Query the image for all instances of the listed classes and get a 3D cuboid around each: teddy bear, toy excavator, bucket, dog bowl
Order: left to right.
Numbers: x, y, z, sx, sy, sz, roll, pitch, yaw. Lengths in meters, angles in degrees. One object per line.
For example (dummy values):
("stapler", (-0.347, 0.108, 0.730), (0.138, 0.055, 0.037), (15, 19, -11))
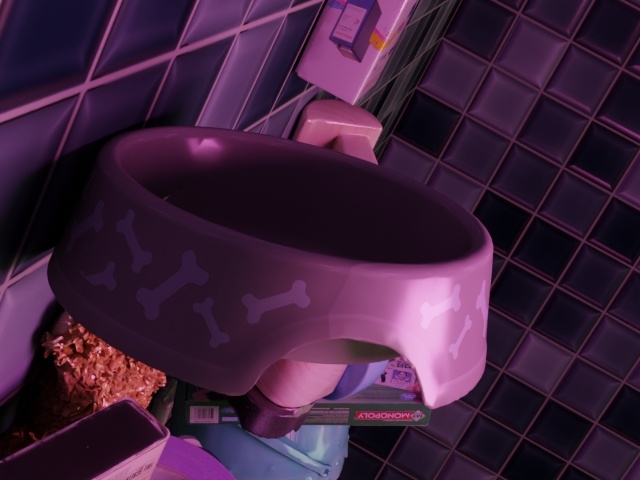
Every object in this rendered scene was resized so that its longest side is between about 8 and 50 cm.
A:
("teddy bear", (-0.214, 0.158, 1.094), (0.338, 0.113, 0.245), (-62, 173, 18))
("bucket", (-0.084, 0.223, 1.644), (0.281, 0.281, 0.183), (-55, 157, -52))
("dog bowl", (-0.027, 0.005, 0.879), (0.349, 0.349, 0.102), (-48, 155, -69))
("toy excavator", (0.000, 0.000, 1.526), (0.445, 0.433, 0.222), (-16, 143, -42))

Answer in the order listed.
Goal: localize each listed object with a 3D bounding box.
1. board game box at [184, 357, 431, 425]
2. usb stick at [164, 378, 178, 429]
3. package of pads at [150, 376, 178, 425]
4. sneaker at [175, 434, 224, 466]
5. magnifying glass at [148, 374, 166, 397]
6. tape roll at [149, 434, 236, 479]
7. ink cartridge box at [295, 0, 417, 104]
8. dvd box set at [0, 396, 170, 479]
("board game box", (-0.021, 0.158, 1.540), (0.213, 0.317, 0.046), (-95, -171, -53))
("usb stick", (-0.262, 0.315, 1.915), (0.278, 0.045, 0.077), (-61, 175, 3))
("package of pads", (-0.248, 0.260, 1.824), (0.050, 0.032, 0.083), (-54, 172, -38))
("sneaker", (-0.240, 0.361, 1.399), (0.319, 0.131, 0.112), (-31, 141, -31))
("magnifying glass", (-0.220, 0.170, 1.654), (0.092, 0.026, 0.231), (-65, 176, 36))
("tape roll", (-0.210, 0.355, 1.291), (0.275, 0.275, 0.090), (-56, 174, -44))
("ink cartridge box", (0.064, -0.295, 1.453), (0.212, 0.093, 0.154), (-61, 176, 22))
("dvd box set", (-0.311, 0.347, 0.978), (0.308, 0.062, 0.420), (-24, 147, -51))
